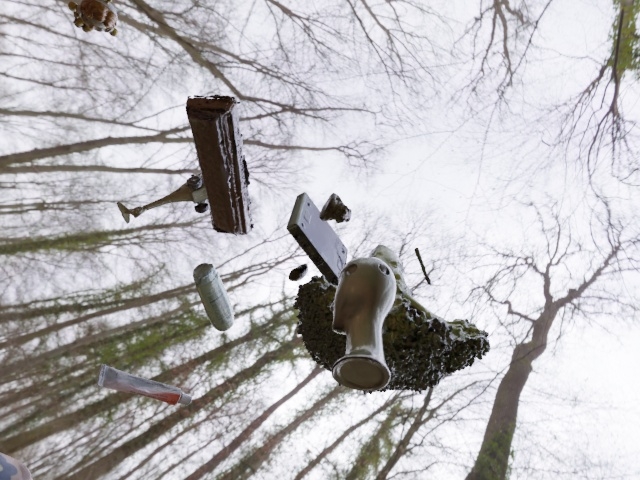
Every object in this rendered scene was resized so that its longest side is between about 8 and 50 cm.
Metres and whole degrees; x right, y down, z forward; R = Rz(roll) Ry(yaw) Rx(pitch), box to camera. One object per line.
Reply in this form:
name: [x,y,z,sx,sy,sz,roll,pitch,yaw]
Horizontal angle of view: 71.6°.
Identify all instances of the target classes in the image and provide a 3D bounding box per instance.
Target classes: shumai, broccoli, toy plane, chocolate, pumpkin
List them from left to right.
toy plane: [-0.350,-0.115,1.110,0.108,0.286,0.092,37,-34,41]
chocolate: [-0.193,-0.126,0.868,0.102,0.065,0.329,6,-44,4]
pumpkin: [-0.063,0.104,1.408,0.028,0.083,0.050,29,-41,32]
shumai: [0.048,-0.080,1.221,0.080,0.083,0.082,30,-26,-13]
broccoli: [0.099,0.138,0.947,0.275,0.353,0.397,-51,-141,24]

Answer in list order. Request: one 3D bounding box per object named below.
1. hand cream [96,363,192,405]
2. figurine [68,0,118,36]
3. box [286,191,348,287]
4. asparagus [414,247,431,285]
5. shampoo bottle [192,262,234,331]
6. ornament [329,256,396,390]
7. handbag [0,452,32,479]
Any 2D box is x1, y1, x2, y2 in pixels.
hand cream: [-0.389,0.333,0.993,0.052,0.216,0.038,11,-106,60]
figurine: [-0.507,-0.501,1.001,0.143,0.101,0.068,-6,-112,67]
box: [0.000,0.000,1.388,0.045,0.211,0.270,-23,-61,24]
asparagus: [0.265,0.068,1.147,0.014,0.015,0.114,-18,-66,18]
shampoo bottle: [-0.277,0.152,1.162,0.049,0.072,0.213,28,-39,40]
ornament: [0.047,0.085,0.510,0.081,0.156,0.075,-13,-48,19]
handbag: [-0.481,0.353,0.486,0.190,0.251,0.193,-29,-57,2]
